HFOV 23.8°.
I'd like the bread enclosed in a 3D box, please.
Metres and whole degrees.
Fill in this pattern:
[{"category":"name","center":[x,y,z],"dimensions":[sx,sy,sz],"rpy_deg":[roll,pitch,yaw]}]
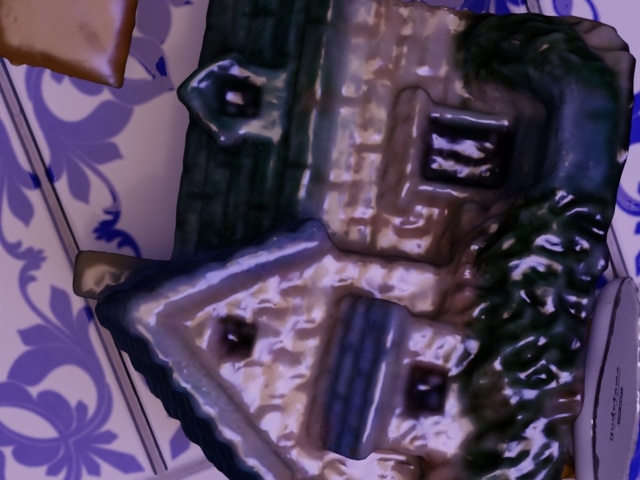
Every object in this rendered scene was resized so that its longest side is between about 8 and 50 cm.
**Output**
[{"category":"bread","center":[-0.214,-0.328,1.362],"dimensions":[0.138,0.077,0.361],"rpy_deg":[10,97,-10]}]

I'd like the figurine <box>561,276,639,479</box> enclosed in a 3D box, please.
[{"category":"figurine","center":[0.232,0.156,1.500],"dimensions":[0.141,0.166,0.250],"rpy_deg":[3,71,27]}]

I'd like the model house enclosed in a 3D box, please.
[{"category":"model house","center":[0.000,0.000,1.291],"dimensions":[0.400,0.395,0.445],"rpy_deg":[13,88,-8]}]
